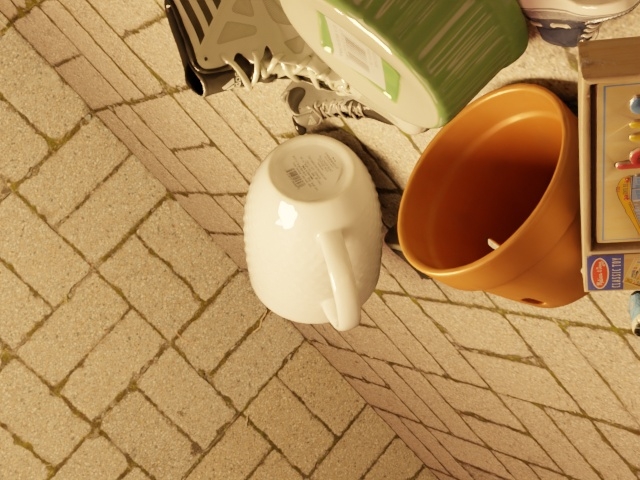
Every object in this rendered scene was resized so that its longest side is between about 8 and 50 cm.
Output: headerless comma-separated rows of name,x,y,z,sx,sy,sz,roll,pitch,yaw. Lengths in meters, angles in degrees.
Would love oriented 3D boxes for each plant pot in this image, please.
plant pot,0.278,-0.040,1.412,0.203,0.291,0.291,32,170,-31

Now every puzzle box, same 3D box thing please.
puzzle box,0.416,-0.070,1.114,0.272,0.052,0.409,-3,147,14

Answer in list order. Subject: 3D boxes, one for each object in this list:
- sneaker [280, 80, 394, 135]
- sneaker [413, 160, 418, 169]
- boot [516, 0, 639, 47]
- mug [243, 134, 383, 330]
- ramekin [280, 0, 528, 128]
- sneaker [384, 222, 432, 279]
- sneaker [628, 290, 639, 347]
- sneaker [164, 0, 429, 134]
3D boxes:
sneaker,0.025,-0.212,1.728,0.229,0.132,0.086,30,159,35
sneaker,0.289,-0.053,1.638,0.296,0.112,0.131,33,178,30
boot,0.300,-0.258,1.157,0.086,0.069,0.190,44,172,-31
mug,0.000,0.000,1.976,0.328,0.276,0.374,89,164,-55
ramekin,0.091,-0.276,1.279,0.303,0.148,0.303,40,175,4
sneaker,0.223,0.030,1.999,0.118,0.083,0.222,44,172,-26
sneaker,0.517,0.121,1.617,0.162,0.063,0.073,45,-149,-57
sneaker,-0.050,-0.257,1.570,0.447,0.257,0.169,40,163,6
